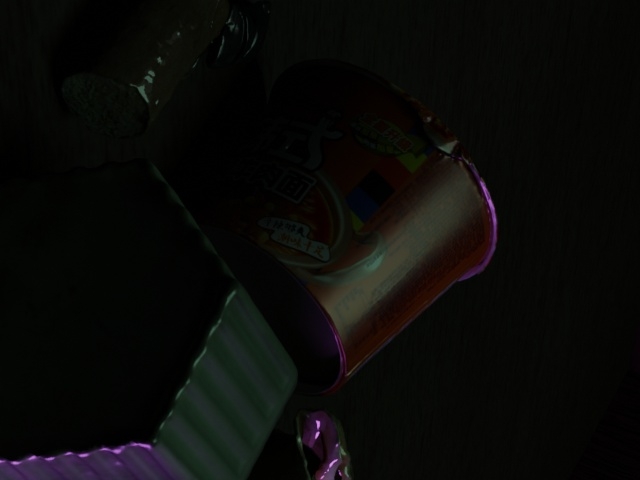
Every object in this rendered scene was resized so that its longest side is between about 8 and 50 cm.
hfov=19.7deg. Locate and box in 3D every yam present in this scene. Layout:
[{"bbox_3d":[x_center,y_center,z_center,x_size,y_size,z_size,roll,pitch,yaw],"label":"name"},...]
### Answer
[{"bbox_3d":[-0.123,-0.141,1.314,0.084,0.084,0.127,82,31,-55],"label":"yam"}]

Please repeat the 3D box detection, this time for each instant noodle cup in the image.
[{"bbox_3d":[0.000,0.000,1.575,0.192,0.250,0.250,-48,153,-31],"label":"instant noodle cup"}]

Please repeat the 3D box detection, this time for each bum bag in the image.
[{"bbox_3d":[-0.064,-0.167,1.488,0.124,0.034,0.058,-48,158,-74],"label":"bum bag"}]

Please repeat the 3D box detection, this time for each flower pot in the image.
[{"bbox_3d":[-0.148,0.079,1.269,0.189,0.239,0.209,66,19,-64],"label":"flower pot"}]

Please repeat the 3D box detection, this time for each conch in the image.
[{"bbox_3d":[-0.077,0.267,1.681,0.324,0.186,0.263,95,13,-45],"label":"conch"}]

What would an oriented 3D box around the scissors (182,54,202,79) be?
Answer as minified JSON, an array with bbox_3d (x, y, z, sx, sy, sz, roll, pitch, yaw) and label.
[{"bbox_3d":[-0.076,-0.226,1.410,0.220,0.017,0.088,-64,162,8],"label":"scissors"}]
